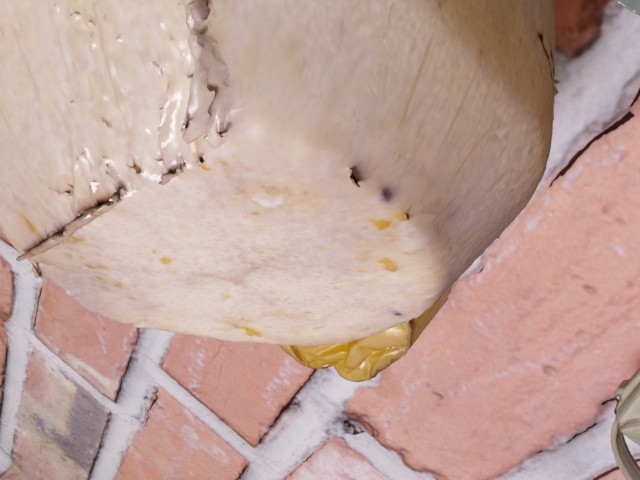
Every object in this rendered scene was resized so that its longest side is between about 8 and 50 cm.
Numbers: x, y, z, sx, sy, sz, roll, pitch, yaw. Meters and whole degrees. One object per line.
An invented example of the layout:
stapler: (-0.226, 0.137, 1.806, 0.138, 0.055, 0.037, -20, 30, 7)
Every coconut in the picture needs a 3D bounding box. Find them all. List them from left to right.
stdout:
coconut: (-0.038, -0.137, 0.524, 0.346, 0.361, 0.346, 5, 152, 2)

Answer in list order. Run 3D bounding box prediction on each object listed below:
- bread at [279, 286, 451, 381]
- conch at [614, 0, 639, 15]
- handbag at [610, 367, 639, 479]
bread: (0.000, 0.000, 0.775, 0.250, 0.133, 0.179, 43, 141, -7)
conch: (0.201, -0.191, 0.437, 0.172, 0.131, 0.200, 30, -175, -14)
handbag: (0.345, 0.177, 0.663, 0.256, 0.079, 0.219, 37, 136, 17)
